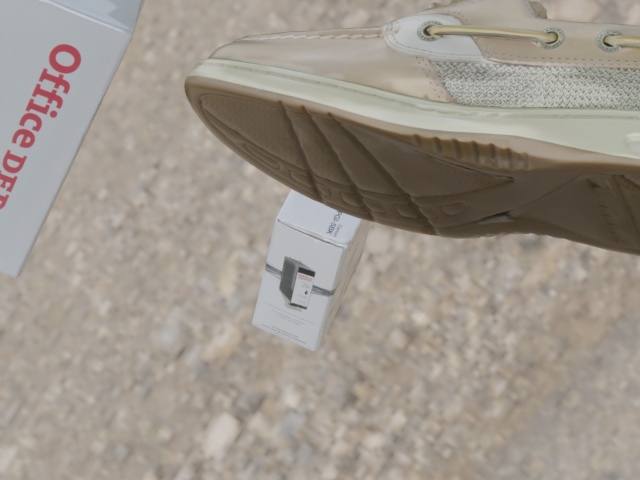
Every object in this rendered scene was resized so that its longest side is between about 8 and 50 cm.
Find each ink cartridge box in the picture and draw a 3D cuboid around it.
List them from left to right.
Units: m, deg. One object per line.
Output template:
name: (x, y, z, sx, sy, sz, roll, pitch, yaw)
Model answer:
ink cartridge box: (-0.282, -0.139, 1.102, 0.129, 0.307, 0.223, -84, 20, -49)
ink cartridge box: (0.000, 0.000, 1.309, 0.135, 0.056, 0.099, 105, -170, -52)

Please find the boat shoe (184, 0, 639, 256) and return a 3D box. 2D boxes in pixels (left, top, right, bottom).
boat shoe: (0.081, -0.065, 0.835, 0.302, 0.109, 0.098, 9, 64, 27)
